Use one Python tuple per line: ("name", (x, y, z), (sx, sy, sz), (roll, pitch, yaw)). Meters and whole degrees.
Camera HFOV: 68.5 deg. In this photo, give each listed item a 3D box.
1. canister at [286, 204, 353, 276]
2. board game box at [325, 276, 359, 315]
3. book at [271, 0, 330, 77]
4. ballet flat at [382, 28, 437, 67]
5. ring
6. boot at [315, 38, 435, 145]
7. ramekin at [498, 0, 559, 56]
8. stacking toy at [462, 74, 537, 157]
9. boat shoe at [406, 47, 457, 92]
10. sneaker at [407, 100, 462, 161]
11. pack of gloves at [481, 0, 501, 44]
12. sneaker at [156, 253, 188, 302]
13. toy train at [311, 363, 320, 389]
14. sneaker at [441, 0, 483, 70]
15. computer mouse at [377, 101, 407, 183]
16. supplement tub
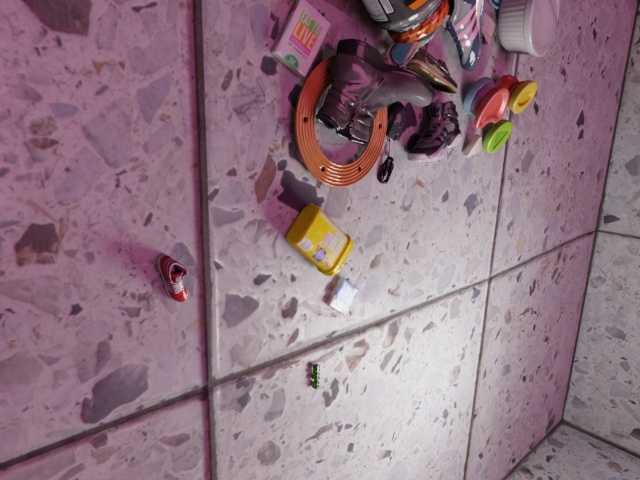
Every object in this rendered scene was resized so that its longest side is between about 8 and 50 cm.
("canister", (0.000, 0.000, 1.237), (0.170, 0.073, 0.126), (44, 71, -40))
("board game box", (0.066, 0.164, 1.384), (0.090, 0.020, 0.090), (37, 76, -42))
("book", (-0.047, -0.469, 1.089), (0.096, 0.035, 0.144), (29, 83, -40))
("ballet flat", (0.238, -0.552, 1.303), (0.091, 0.077, 0.241), (49, 67, -15))
("ring", (0.057, -0.308, 1.232), (0.337, 0.032, 0.336), (-14, 111, -41))
("boot", (0.140, -0.347, 1.215), (0.338, 0.118, 0.222), (13, 96, -34))
("ramekin", (0.730, -0.788, 1.655), (0.273, 0.127, 0.272), (-19, 116, -44))
("stacking toy", (0.598, -0.459, 1.688), (0.309, 0.130, 0.279), (-18, 140, -36))
("boat shoe", (0.351, -0.511, 1.418), (0.224, 0.080, 0.073), (12, 98, -40))
("sneaker", (0.346, -0.344, 1.453), (0.269, 0.101, 0.153), (-35, 123, -39))
("pack of gloves", (0.532, -0.794, 1.548), (0.232, 0.046, 0.195), (18, 88, -54))
("sneaker", (-0.299, 0.088, 0.981), (0.042, 0.067, 0.118), (-35, 124, -31))
("toy train", (-0.014, 0.396, 1.372), (0.017, 0.024, 0.083), (-16, 113, -49))
("sneaker", (0.422, -0.665, 1.445), (0.131, 0.112, 0.319), (-13, 135, 5))
("computer mouse", (0.212, -0.285, 1.379), (0.071, 0.041, 0.242), (-2, 104, -44))
("supplement tub", (0.168, -0.658, 1.112), (0.338, 0.207, 0.207), (44, 71, -42))
